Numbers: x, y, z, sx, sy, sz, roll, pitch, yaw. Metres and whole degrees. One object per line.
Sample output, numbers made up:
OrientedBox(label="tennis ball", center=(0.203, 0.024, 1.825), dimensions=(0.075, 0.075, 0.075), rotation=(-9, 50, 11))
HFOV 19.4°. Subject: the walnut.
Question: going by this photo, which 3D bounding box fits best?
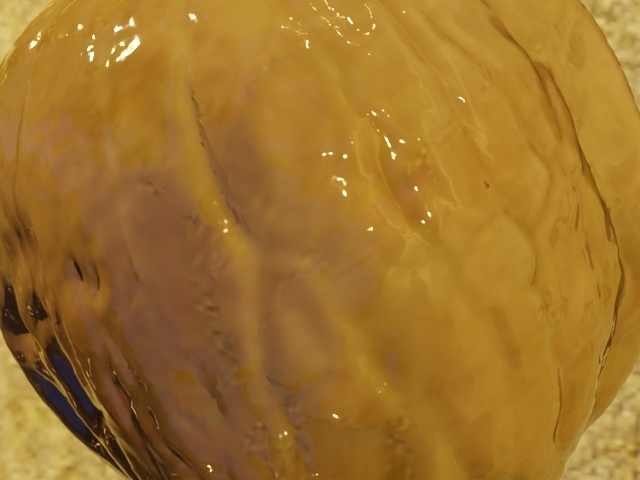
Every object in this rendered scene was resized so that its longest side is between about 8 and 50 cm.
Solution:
OrientedBox(label="walnut", center=(0.000, 0.000, 0.606), dimensions=(0.228, 0.228, 0.228), rotation=(-14, 72, 53))
